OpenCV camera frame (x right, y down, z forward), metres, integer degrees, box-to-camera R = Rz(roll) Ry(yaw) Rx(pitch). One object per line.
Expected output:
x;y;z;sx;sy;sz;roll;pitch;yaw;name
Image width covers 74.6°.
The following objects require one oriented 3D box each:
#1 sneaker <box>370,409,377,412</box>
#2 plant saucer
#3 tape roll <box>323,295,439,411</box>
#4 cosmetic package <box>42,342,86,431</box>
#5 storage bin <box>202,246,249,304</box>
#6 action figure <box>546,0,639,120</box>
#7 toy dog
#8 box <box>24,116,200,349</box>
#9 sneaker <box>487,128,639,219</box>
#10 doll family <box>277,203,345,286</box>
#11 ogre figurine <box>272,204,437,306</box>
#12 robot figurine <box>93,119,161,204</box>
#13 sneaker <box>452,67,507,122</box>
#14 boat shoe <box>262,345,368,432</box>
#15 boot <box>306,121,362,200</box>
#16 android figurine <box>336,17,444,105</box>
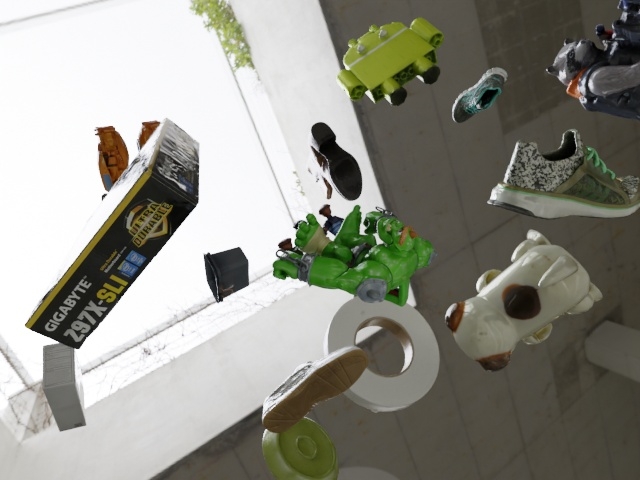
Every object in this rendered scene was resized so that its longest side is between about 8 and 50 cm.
0.186;0.520;1.508;0.208;0.094;0.081;54;-141;-11;sneaker
-0.045;0.586;1.177;0.241;0.241;0.037;18;-64;-28;plant saucer
0.202;0.360;1.399;0.392;0.392;0.072;-16;-30;-23;tape roll
-0.555;0.322;0.915;0.060;0.099;0.239;-4;-40;-26;cosmetic package
-0.220;0.082;1.014;0.091;0.098;0.135;-21;-35;-24;storage bin
0.495;-0.235;0.623;0.341;0.330;0.179;0;-58;-44;action figure
0.586;0.209;1.252;0.408;0.395;0.284;-43;-99;14;toy dog
-0.288;-0.038;0.635;0.079;0.322;0.257;38;-79;-28;box
0.578;-0.152;0.934;0.410;0.158;0.182;-5;-67;-20;sneaker
0.000;0.000;0.746;0.076;0.193;0.111;-45;-100;25;doll family
0.053;0.014;0.475;0.197;0.118;0.097;2;-71;-57;ogre figurine
-0.436;-0.135;1.023;0.211;0.085;0.291;-18;-62;-29;robot figurine
0.386;-0.345;1.037;0.065;0.166;0.076;25;-126;-12;sneaker
-0.021;0.319;0.965;0.277;0.096;0.098;-33;-65;-2;boat shoe
0.027;-0.190;1.315;0.096;0.280;0.264;-32;-103;-16;boot
0.155;-0.424;0.981;0.248;0.273;0.056;-31;-38;7;android figurine
